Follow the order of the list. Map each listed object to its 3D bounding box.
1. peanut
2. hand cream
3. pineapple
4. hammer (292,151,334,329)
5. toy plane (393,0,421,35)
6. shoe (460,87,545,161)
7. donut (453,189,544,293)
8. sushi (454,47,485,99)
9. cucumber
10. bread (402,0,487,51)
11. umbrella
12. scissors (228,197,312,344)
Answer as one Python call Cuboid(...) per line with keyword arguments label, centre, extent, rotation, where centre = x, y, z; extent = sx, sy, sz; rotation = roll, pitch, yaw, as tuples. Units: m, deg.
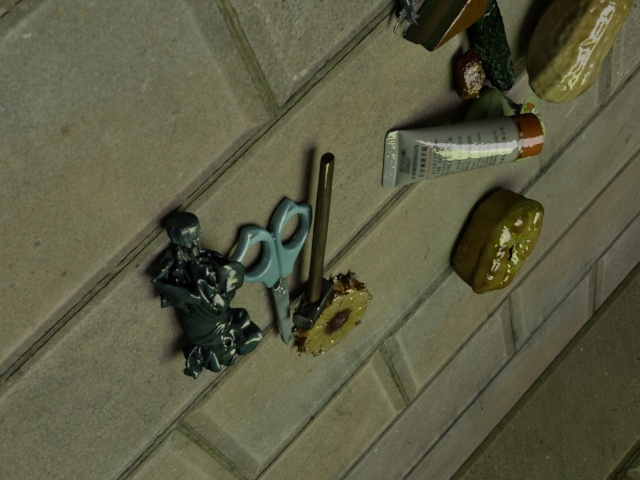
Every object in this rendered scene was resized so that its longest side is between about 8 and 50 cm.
Cuboid(label="peanut", centre=(0.517, -0.433, 1.684), extent=(0.340, 0.158, 0.174), rotation=(-64, 179, 28))
Cuboid(label="hand cream", centre=(0.269, -0.172, 1.643), extent=(0.314, 0.089, 0.140), rotation=(-11, 136, -14))
Cuboid(label="pineapple", centre=(0.024, 0.158, 1.759), extent=(0.221, 0.047, 0.221), rotation=(-33, 145, -27))
Cuboid(label="hammer", centre=(0.000, 0.000, 1.529), extent=(0.111, 0.043, 0.366), rotation=(-56, 160, -46))
Cuboid(label="toy plane", centre=(0.140, -0.372, 1.380), extent=(0.079, 0.031, 0.083), rotation=(-50, 150, -4))
Cuboid(label="shoe", centre=(0.383, -0.241, 1.778), extent=(0.262, 0.128, 0.140), rotation=(5, 104, -58))
Cuboid(label="donut", centre=(0.431, 0.003, 2.069), extent=(0.208, 0.128, 0.262), rotation=(-3, 124, -54))
Cuboid(label="sushi", centre=(0.284, -0.308, 1.611), extent=(0.060, 0.062, 0.118), rotation=(-18, 152, -4))
Cuboid(label="cucumber", centre=(0.320, -0.363, 1.603), extent=(0.067, 0.067, 0.293), rotation=(-50, 151, -4))
Cuboid(label="bread", centre=(0.205, -0.387, 1.413), extent=(0.139, 0.074, 0.084), rotation=(-38, 147, -20))
Cuboid(label="umbrella", centre=(-0.184, 0.093, 1.367), extent=(0.143, 0.094, 0.349), rotation=(-40, 146, -28))
Cuboid(label="scissors", centre=(-0.078, 0.078, 1.550), extent=(0.191, 0.029, 0.360), rotation=(-40, 147, -28))
